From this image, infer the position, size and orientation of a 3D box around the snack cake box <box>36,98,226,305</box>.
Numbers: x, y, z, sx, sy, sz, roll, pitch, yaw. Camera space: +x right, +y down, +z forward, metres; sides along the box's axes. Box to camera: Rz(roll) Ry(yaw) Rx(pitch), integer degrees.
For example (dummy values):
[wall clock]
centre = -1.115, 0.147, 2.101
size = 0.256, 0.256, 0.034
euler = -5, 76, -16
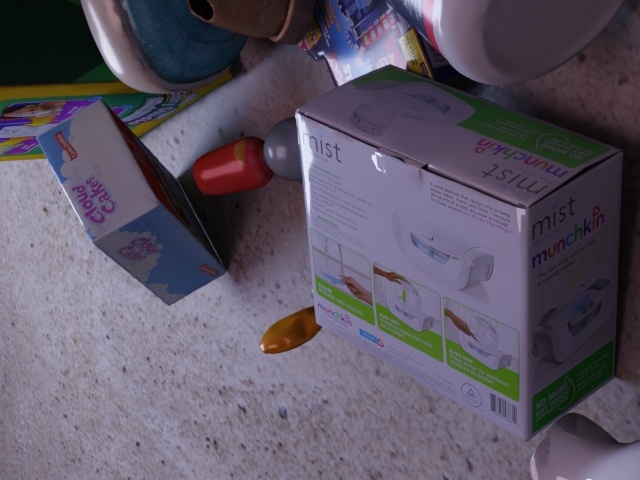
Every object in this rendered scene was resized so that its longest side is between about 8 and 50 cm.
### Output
[snack cake box]
centre = -0.213, -0.037, 1.660
size = 0.152, 0.089, 0.264
euler = 61, -177, 22

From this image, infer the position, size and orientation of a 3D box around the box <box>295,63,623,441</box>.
[box]
centre = 0.112, 0.003, 1.216
size = 0.262, 0.127, 0.231
euler = 26, 133, 41

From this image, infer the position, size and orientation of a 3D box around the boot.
[boot]
centre = -0.076, -0.341, 1.382
size = 0.112, 0.115, 0.305
euler = 139, 131, -61

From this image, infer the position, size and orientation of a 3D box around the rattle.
[rattle]
centre = 0.000, 0.000, 1.439
size = 0.130, 0.143, 0.199
euler = -114, 22, -49

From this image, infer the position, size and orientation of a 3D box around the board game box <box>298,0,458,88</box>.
[board game box]
centre = 0.045, -0.202, 1.351
size = 0.194, 0.060, 0.194
euler = -32, 76, 58

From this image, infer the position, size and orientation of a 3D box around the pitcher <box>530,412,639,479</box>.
[pitcher]
centre = 0.288, 0.224, 1.123
size = 0.178, 0.125, 0.207
euler = 51, 156, -25

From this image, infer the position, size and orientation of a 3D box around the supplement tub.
[supplement tub]
centre = 0.104, -0.267, 1.111
size = 0.272, 0.191, 0.191
euler = 50, 140, 34

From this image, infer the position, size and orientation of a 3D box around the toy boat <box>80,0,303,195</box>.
[toy boat]
centre = -0.109, -0.198, 1.480
size = 0.148, 0.267, 0.318
euler = -15, 109, 25

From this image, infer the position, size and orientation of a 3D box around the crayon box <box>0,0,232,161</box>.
[crayon box]
centre = -0.324, -0.182, 1.678
size = 0.363, 0.313, 0.106
euler = -20, 79, 57
